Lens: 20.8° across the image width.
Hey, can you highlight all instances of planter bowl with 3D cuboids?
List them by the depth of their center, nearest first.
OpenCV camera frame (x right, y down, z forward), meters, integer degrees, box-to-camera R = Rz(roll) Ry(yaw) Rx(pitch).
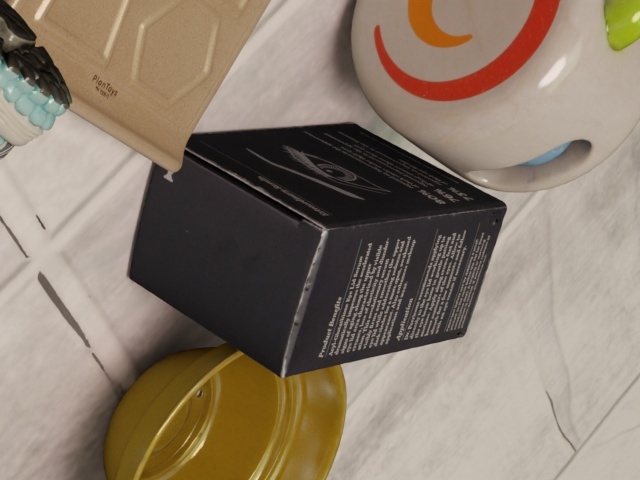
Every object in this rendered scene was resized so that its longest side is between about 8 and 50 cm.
[{"bbox_3d":[-0.086,0.144,1.232,0.217,0.090,0.217,-31,136,-35],"label":"planter bowl"}]

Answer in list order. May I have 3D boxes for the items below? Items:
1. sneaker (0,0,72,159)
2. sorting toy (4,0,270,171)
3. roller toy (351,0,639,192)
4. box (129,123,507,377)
[{"bbox_3d":[-0.248,-0.095,0.843,0.122,0.110,0.283,-44,139,10],"label":"sneaker"},{"bbox_3d":[-0.097,-0.165,1.048,0.193,0.038,0.208,33,83,-56],"label":"sorting toy"},{"bbox_3d":[0.130,-0.138,1.213,0.191,0.209,0.146,-55,142,5],"label":"roller toy"},{"bbox_3d":[0.000,0.000,1.185,0.207,0.153,0.108,-8,121,-48],"label":"box"}]
